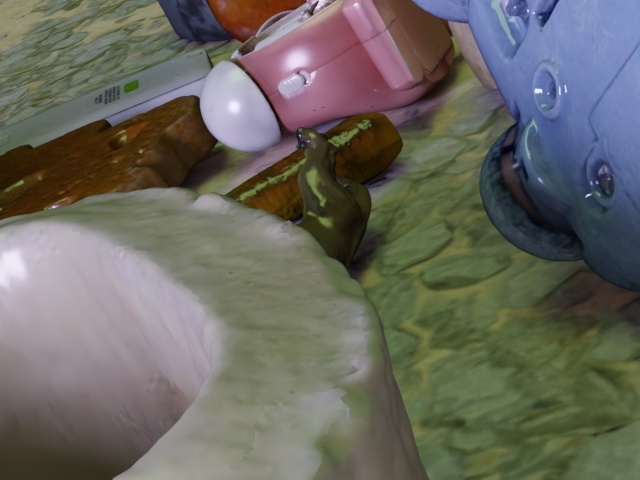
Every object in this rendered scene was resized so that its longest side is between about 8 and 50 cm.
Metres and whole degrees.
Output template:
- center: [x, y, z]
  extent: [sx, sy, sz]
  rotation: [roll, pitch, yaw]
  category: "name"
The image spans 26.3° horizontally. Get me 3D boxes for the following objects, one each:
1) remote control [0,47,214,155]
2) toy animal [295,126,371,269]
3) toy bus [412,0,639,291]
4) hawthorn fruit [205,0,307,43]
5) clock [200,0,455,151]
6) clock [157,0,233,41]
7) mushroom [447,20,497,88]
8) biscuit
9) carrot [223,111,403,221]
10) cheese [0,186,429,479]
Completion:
- center: [-0.202, -0.091, 1.128]
  extent: [0.250, 0.034, 0.103]
  rotation: [-23, 23, 0]
  category: "remote control"
- center: [-0.017, -0.002, 0.734]
  extent: [0.086, 0.069, 0.219]
  rotation: [1, 35, 6]
  category: "toy animal"
- center: [0.182, -0.132, 0.601]
  extent: [0.232, 0.197, 0.294]
  rotation: [-9, 62, -20]
  category: "toy bus"
- center: [0.006, -0.246, 1.101]
  extent: [0.226, 0.196, 0.196]
  rotation: [-3, 13, -29]
  category: "hawthorn fruit"
- center: [0.006, -0.123, 0.957]
  extent: [0.162, 0.092, 0.166]
  rotation: [-21, 18, 28]
  category: "clock"
- center: [-0.011, -0.292, 1.346]
  extent: [0.325, 0.067, 0.325]
  rotation: [-19, 23, 8]
  category: "clock"
- center: [0.187, -0.201, 0.825]
  extent: [0.254, 0.189, 0.195]
  rotation: [2, 36, 39]
  category: "mushroom"
- center: [-0.211, -0.018, 0.971]
  extent: [0.301, 0.043, 0.278]
  rotation: [4, 37, 48]
  category: "biscuit"
- center: [-0.027, -0.025, 0.828]
  extent: [0.171, 0.042, 0.042]
  rotation: [-32, 25, -15]
  category: "carrot"
- center: [-0.110, 0.115, 0.457]
  extent: [0.292, 0.153, 0.332]
  rotation: [-27, 23, -12]
  category: "cheese"
